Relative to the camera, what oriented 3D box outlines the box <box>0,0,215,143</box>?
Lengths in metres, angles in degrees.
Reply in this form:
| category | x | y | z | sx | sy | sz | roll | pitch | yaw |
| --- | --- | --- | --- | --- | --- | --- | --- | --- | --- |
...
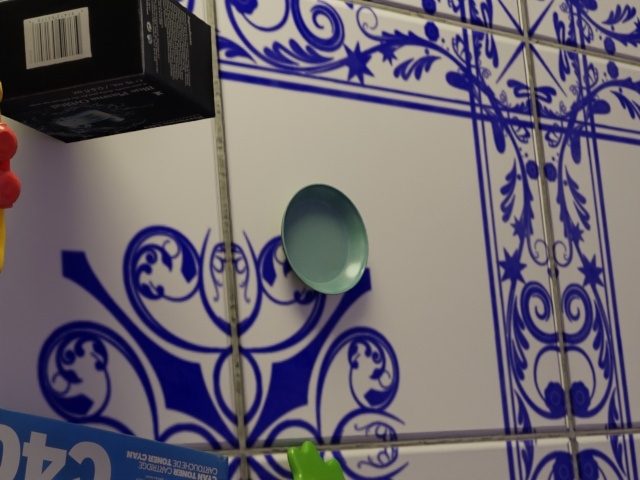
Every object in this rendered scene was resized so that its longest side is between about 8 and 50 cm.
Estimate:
| category | x | y | z | sx | sy | sz | roll | pitch | yaw |
| --- | --- | --- | --- | --- | --- | --- | --- | --- | --- |
| box | -0.192 | -0.154 | 1.225 | 0.158 | 0.156 | 0.093 | 24 | 60 | -70 |

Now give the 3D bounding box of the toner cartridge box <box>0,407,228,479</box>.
| category | x | y | z | sx | sy | sz | roll | pitch | yaw |
| --- | --- | --- | --- | --- | --- | --- | --- | --- | --- |
| toner cartridge box | -0.241 | 0.232 | 1.175 | 0.348 | 0.075 | 0.165 | 18 | 69 | -37 |

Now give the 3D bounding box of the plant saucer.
| category | x | y | z | sx | sy | sz | roll | pitch | yaw |
| --- | --- | --- | --- | --- | --- | --- | --- | --- | --- |
| plant saucer | 0.000 | 0.000 | 1.481 | 0.119 | 0.021 | 0.119 | 11 | 73 | -39 |

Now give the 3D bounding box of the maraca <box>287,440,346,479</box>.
| category | x | y | z | sx | sy | sz | roll | pitch | yaw |
| --- | --- | --- | --- | --- | --- | --- | --- | --- | --- |
| maraca | 0.005 | 0.280 | 1.368 | 0.127 | 0.099 | 0.185 | 43 | 29 | -37 |

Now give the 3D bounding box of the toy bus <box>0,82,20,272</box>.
| category | x | y | z | sx | sy | sz | roll | pitch | yaw |
| --- | --- | --- | --- | --- | --- | --- | --- | --- | --- |
| toy bus | -0.290 | -0.020 | 1.012 | 0.149 | 0.211 | 0.220 | -7 | 99 | -45 |
